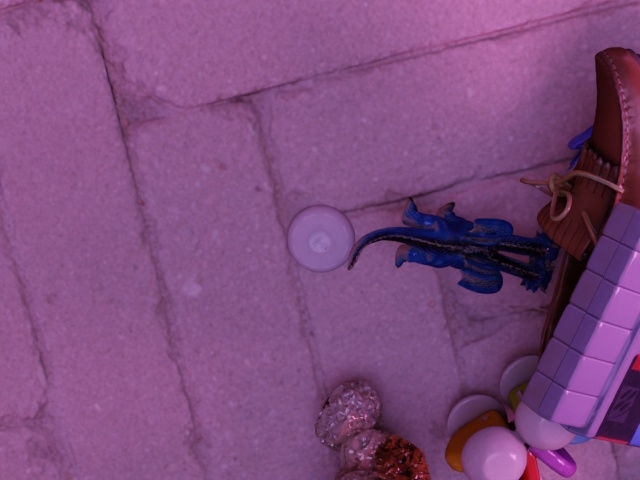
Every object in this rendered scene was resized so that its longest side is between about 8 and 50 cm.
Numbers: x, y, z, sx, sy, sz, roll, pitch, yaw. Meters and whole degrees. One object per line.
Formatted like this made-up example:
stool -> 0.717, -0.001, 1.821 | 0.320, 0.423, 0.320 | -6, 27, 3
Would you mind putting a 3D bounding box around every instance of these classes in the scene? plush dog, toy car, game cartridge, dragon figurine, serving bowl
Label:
plush dog -> 0.066, 0.324, 1.419 | 0.211, 0.225, 0.262 | 21, 99, -1
toy car -> 0.243, 0.233, 1.434 | 0.182, 0.159, 0.136 | -38, 103, 7
game cartridge -> 0.374, 0.111, 1.277 | 0.355, 0.068, 0.230 | 17, 96, -42
dragon figurine -> 0.164, 0.009, 1.380 | 0.144, 0.289, 0.085 | 18, 99, 38
serving bowl -> 0.000, 0.000, 1.471 | 0.083, 0.027, 0.083 | 0, 100, 2

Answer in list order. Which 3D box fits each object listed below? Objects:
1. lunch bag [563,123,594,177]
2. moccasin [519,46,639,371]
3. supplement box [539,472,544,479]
lunch bag -> 0.425, -0.086, 1.399 | 0.243, 0.115, 0.303 | 39, 97, -2
moccasin -> 0.290, -0.017, 1.305 | 0.147, 0.139, 0.379 | 2, 116, 1
supplement box -> 0.234, 0.322, 1.507 | 0.098, 0.036, 0.062 | -29, 96, 7
